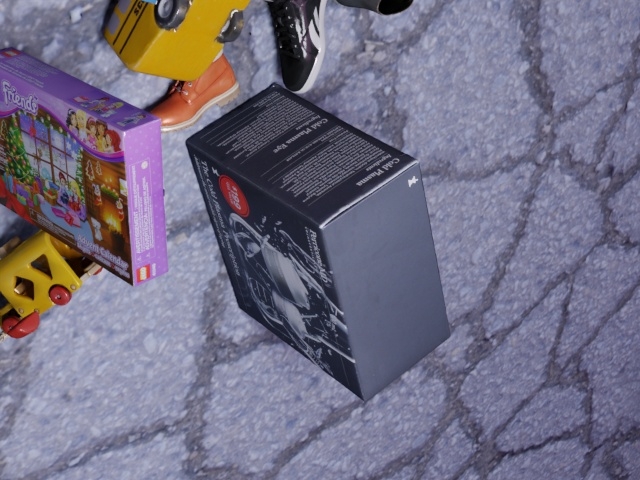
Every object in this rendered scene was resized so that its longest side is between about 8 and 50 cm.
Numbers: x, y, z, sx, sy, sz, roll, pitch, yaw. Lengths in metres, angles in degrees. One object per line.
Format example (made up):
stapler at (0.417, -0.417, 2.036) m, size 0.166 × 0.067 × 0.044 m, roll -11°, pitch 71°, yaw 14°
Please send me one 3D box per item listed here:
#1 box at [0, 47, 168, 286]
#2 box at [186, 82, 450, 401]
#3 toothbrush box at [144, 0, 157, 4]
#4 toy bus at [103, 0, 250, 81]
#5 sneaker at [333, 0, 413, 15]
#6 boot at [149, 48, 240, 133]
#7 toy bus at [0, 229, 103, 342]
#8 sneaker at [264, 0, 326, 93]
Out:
box at (-0.297, -0.092, 1.558) m, size 0.057 × 0.293 × 0.200 m, roll -26°, pitch 129°, yaw -38°
box at (0.000, 0.000, 1.885) m, size 0.179 × 0.312 × 0.343 m, roll -36°, pitch 133°, yaw -23°
toothbrush box at (-0.300, -0.414, 1.471) m, size 0.296 × 0.126 × 0.216 m, roll 8°, pitch 104°, yaw -44°
toy bus at (-0.137, -0.352, 1.610) m, size 0.108 × 0.130 × 0.332 m, roll 6°, pitch 126°, yaw -44°
sneaker at (0.125, -0.406, 1.902) m, size 0.222 × 0.118 × 0.083 m, roll -47°, pitch 137°, yaw -12°
boot at (-0.182, -0.207, 1.782) m, size 0.158 × 0.059 × 0.084 m, roll -39°, pitch 133°, yaw -31°
toy bus at (-0.373, 0.043, 1.702) m, size 0.202 × 0.191 × 0.104 m, roll -39°, pitch 100°, yaw -14°
sneaker at (-0.055, -0.316, 1.825) m, size 0.121 × 0.079 × 0.216 m, roll -1°, pitch 106°, yaw -40°
